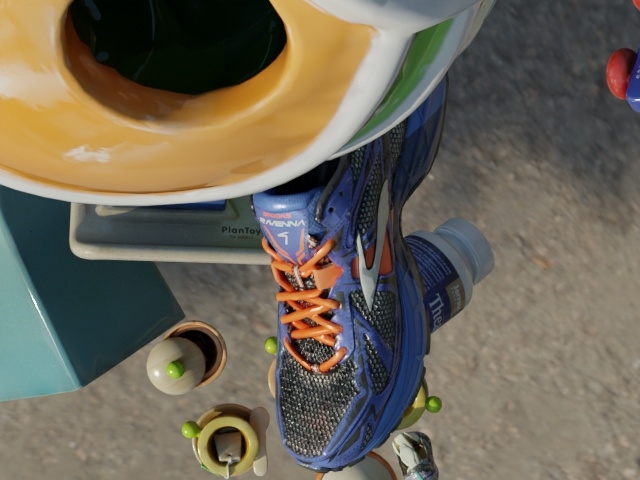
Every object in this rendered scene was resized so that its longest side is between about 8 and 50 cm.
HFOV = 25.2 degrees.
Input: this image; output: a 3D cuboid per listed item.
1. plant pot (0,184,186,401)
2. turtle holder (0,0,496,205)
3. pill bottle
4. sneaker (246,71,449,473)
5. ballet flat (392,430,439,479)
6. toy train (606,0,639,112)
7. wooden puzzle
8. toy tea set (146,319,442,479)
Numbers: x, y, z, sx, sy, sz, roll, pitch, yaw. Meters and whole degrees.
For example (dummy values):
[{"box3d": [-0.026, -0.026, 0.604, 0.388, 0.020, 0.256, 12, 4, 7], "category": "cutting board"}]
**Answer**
[{"box3d": [-0.295, 0.025, 1.527, 0.166, 0.165, 0.234, -12, 107, 45], "category": "plant pot"}, {"box3d": [-0.016, -0.154, 0.425, 0.320, 0.243, 0.227, -40, 29, -24], "category": "turtle holder"}, {"box3d": [0.064, 0.035, 1.007, 0.120, 0.067, 0.067, -35, 60, -26], "category": "pill bottle"}, {"box3d": [0.000, 0.000, 0.678, 0.083, 0.087, 0.221, 3, 90, 40], "category": "sneaker"}, {"box3d": [0.092, 0.213, 1.436, 0.041, 0.114, 0.041, -2, 108, -7], "category": "ballet flat"}, {"box3d": [0.337, -0.192, 1.224, 0.105, 0.143, 0.248, 3, 63, 36], "category": "toy train"}, {"box3d": [-0.079, -0.139, 1.412, 0.322, 0.080, 0.348, 2, 63, -8], "category": "wooden puzzle"}, {"box3d": [-0.037, 0.202, 1.594, 0.336, 0.124, 0.200, 15, 95, -5], "category": "toy tea set"}]
